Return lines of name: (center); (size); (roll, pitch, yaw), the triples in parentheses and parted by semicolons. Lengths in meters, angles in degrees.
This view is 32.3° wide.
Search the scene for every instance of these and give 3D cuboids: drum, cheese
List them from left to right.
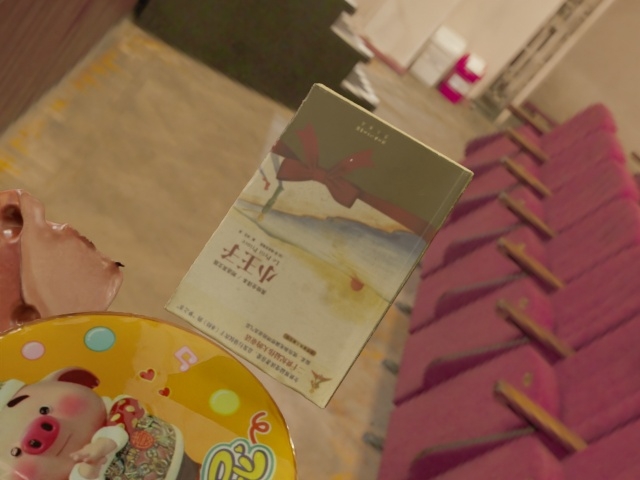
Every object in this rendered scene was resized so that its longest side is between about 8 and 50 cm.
cheese: (-0.352, 0.069, 1.314); (0.203, 0.128, 0.177); (47, 47, -46)
drum: (-0.234, 0.297, 1.156); (0.431, 0.214, 0.431); (5, 47, -6)

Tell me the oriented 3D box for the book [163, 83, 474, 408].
book: (0.000, 0.000, 1.135); (0.201, 0.289, 0.026); (31, -6, 10)
